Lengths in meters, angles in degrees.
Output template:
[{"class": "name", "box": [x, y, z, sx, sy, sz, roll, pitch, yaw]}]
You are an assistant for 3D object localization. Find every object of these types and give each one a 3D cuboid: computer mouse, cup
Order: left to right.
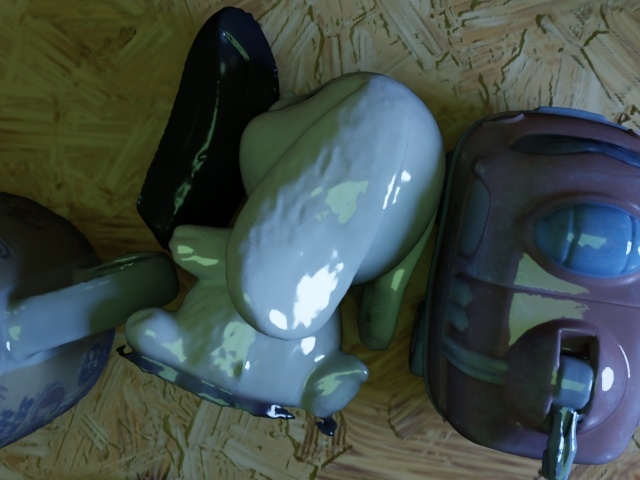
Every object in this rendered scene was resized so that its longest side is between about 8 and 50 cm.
[{"class": "cup", "box": [-0.266, 0.074, 0.778, 0.301, 0.257, 0.227, -14, 98, 1]}, {"class": "computer mouse", "box": [-0.083, -0.087, 0.824, 0.073, 0.122, 0.217, 22, 96, 18]}]

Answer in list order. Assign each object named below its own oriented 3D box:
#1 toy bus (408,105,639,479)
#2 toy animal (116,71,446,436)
[{"class": "toy bus", "box": [0.187, 0.040, 0.770, 0.197, 0.232, 0.294, 10, 97, 1]}, {"class": "toy animal", "box": [-0.011, 0.013, 0.759, 0.174, 0.249, 0.289, 26, 119, 21]}]
